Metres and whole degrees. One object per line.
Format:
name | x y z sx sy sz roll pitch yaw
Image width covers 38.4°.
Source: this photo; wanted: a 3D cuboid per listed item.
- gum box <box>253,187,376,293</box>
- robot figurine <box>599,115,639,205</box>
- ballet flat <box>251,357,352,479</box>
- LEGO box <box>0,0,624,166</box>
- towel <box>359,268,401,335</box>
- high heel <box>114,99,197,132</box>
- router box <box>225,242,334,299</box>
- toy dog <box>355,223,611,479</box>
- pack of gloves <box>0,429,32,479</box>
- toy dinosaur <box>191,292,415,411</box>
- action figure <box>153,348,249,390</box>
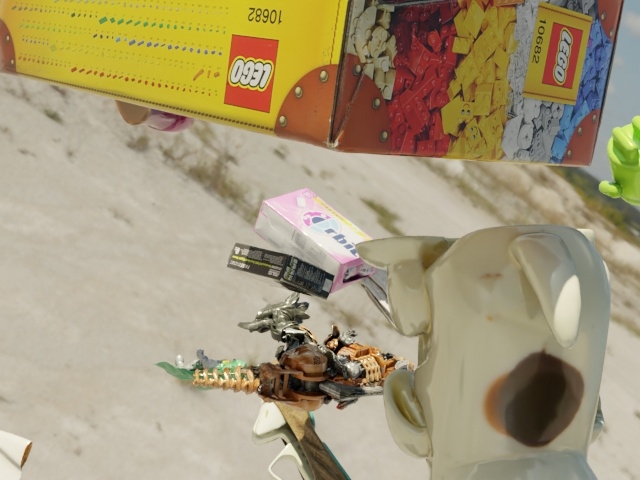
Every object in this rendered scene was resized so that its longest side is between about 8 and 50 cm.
gum box | 0.000 0.000 1.459 0.188 0.062 0.107 39 36 26
robot figurine | 0.356 -0.084 1.019 0.115 0.101 0.067 56 5 -48
ballet flat | -0.048 0.372 1.649 0.342 0.124 0.116 60 -23 23
LEGO box | -0.027 -0.212 0.900 0.500 0.193 0.372 18 14 42
towel | 0.231 0.089 1.754 0.282 0.049 0.187 -14 39 -24
high heel | -0.298 -0.354 1.469 0.181 0.127 0.378 -15 93 -70
router box | -0.055 0.041 1.248 0.122 0.038 0.092 11 -11 47
toy dog | 0.225 0.192 1.026 0.284 0.408 0.395 -2 -3 -18
pack of gloves | -0.482 0.315 1.152 0.232 0.195 0.046 8 -18 37
toy dinosaur | -0.024 0.182 1.361 0.321 0.164 0.218 23 4 -30
action figure | -0.190 0.231 1.634 0.137 0.064 0.232 22 -17 -28
